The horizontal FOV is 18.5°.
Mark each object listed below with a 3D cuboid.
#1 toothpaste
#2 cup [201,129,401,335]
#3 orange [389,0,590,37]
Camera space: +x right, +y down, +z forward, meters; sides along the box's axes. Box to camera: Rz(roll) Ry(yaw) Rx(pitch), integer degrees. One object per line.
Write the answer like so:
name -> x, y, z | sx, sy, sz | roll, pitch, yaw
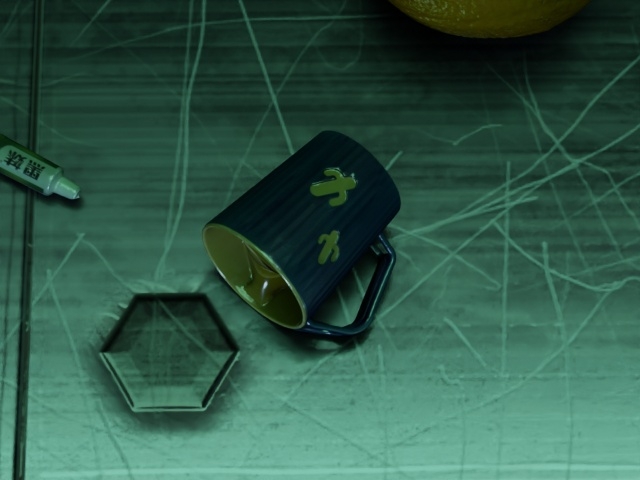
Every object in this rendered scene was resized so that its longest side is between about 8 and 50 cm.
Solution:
toothpaste -> -0.323, -0.090, 1.930 | 0.204, 0.031, 0.049 | 28, 70, 12
cup -> 0.000, 0.000, 1.860 | 0.155, 0.131, 0.176 | -46, 105, -20
orange -> 0.163, -0.325, 1.907 | 0.274, 0.274, 0.274 | 0, 69, -1
